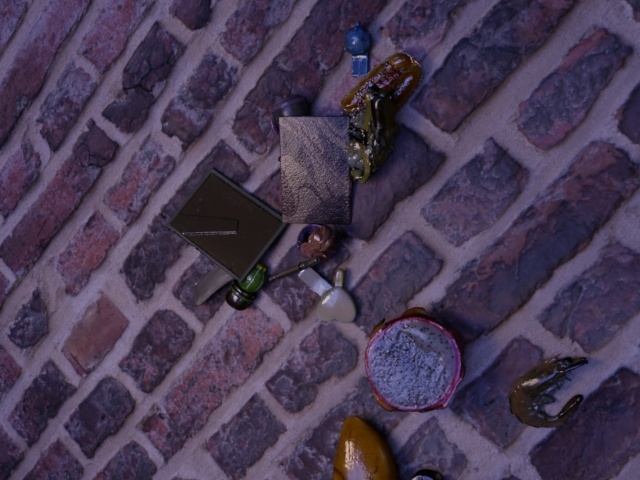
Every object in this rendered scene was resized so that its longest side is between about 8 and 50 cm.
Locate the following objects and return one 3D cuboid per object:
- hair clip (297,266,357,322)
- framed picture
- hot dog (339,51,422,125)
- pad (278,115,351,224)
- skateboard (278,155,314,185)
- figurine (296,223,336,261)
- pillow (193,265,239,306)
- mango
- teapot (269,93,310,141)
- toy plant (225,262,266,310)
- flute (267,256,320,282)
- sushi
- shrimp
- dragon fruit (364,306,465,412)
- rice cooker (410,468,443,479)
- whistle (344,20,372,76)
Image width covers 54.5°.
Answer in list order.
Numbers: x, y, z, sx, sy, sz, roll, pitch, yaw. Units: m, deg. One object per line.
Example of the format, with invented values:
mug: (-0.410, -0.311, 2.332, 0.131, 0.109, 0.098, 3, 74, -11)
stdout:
hair clip: (0.030, 0.157, 1.886, 0.218, 0.071, 0.159, 43, 103, 11)
framed picture: (-0.300, -0.052, 1.975, 0.335, 0.022, 0.247, 34, 81, 20)
hot dog: (0.179, -0.432, 1.809, 0.268, 0.075, 0.144, -38, 78, 16)
pad: (-0.015, -0.208, 1.864, 0.220, 0.004, 0.330, 1, 106, 11)
skateboard: (-0.051, -0.229, 1.916, 0.151, 0.067, 0.080, 42, 95, 10)
figurine: (-0.001, 0.010, 1.850, 0.126, 0.157, 0.114, -3, 95, -20)
pillow: (-0.334, 0.120, 2.009, 0.232, 0.038, 0.131, -39, 38, 18)
mango: (0.122, 0.688, 1.807, 0.199, 0.201, 0.350, -1, 81, -15)
teapot: (-0.093, -0.357, 1.897, 0.148, 0.116, 0.146, -18, 95, 16)
toy plant: (-0.231, 0.140, 1.967, 0.092, 0.093, 0.162, 37, 103, 16)
flute: (-0.083, 0.089, 1.898, 0.233, 0.027, 0.027, -24, 82, 43)
sushi: (0.148, -0.303, 1.771, 0.131, 0.139, 0.291, 19, 123, 22)
shrimp: (0.625, 0.413, 1.667, 0.253, 0.058, 0.173, -36, 87, 21)
dragon fruit: (0.271, 0.333, 1.739, 0.290, 0.189, 0.291, 0, 92, 13)
rice cooker: (0.303, 0.740, 1.768, 0.112, 0.106, 0.165, -2, 94, 21)
whistle: (0.110, -0.568, 1.828, 0.090, 0.090, 0.158, 2, 91, 21)
